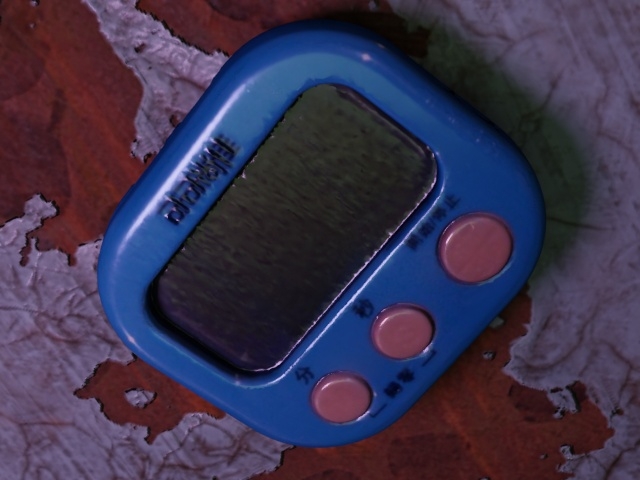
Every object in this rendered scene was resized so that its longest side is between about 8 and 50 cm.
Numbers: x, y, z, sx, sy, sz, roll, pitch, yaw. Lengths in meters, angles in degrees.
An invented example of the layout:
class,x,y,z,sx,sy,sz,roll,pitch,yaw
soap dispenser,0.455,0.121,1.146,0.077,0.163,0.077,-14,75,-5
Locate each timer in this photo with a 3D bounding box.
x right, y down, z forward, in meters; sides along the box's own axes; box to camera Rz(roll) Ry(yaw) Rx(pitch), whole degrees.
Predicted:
class,x,y,z,sx,sy,sz,roll,pitch,yaw
timer,0.000,0.000,0.895,0.309,0.115,0.340,35,108,-17
